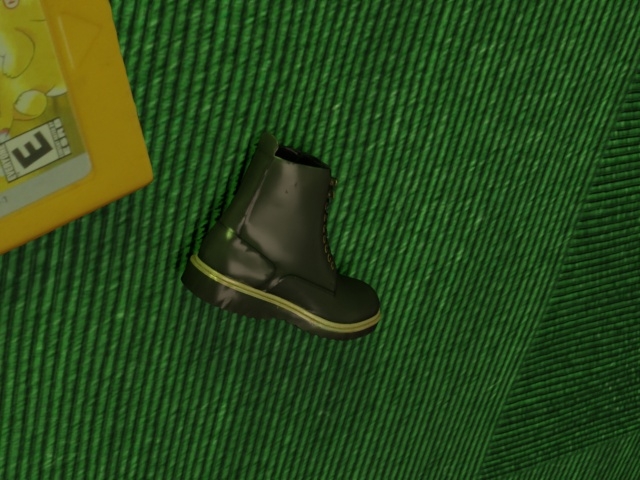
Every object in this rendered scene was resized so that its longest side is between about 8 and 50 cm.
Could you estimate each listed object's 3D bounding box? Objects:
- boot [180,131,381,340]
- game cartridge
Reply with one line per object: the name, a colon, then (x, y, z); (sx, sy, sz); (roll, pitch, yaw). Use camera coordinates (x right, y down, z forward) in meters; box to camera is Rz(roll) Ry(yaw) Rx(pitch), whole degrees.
boot: (0.000, 0.000, 1.080); (0.198, 0.077, 0.137); (13, 109, -47)
game cartridge: (-0.271, -0.075, 0.794); (0.324, 0.053, 0.285); (-29, 138, -19)
